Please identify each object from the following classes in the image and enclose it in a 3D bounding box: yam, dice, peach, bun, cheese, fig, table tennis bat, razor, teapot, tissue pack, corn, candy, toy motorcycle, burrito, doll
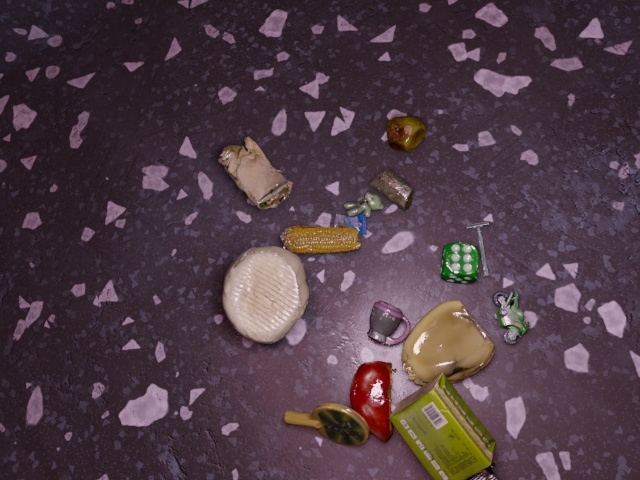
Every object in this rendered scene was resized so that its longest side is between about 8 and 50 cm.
[{"bbox_3d":[0.293,-0.208,1.951,0.183,0.107,0.107,42,82,16],"label":"yam"},{"bbox_3d":[0.513,0.083,1.806,0.130,0.120,0.129,6,72,10],"label":"dice"},{"bbox_3d":[0.177,0.553,1.695,0.153,0.159,0.268,-1,74,15],"label":"peach"},{"bbox_3d":[-0.198,0.196,1.842,0.359,0.211,0.360,-1,83,11],"label":"bun"},{"bbox_3d":[0.429,0.380,1.725,0.315,0.128,0.260,-35,60,-8],"label":"cheese"},{"bbox_3d":[0.355,-0.438,2.001,0.165,0.144,0.154,-17,33,-5],"label":"fig"},{"bbox_3d":[0.017,0.631,1.700,0.320,0.199,0.050,-2,32,26],"label":"table tennis bat"},{"bbox_3d":[0.611,0.036,1.856,0.084,0.036,0.212,-11,76,24],"label":"razor"},{"bbox_3d":[0.242,0.308,1.793,0.148,0.116,0.146,24,90,-12],"label":"teapot"},{"bbox_3d":[0.393,0.613,1.583,0.200,0.167,0.275,-43,79,24],"label":"tissue pack"},{"bbox_3d":[0.000,0.000,1.925,0.317,0.115,0.115,0,72,9],"label":"corn"},{"bbox_3d":[0.118,-0.065,1.965,0.136,0.038,0.088,0,84,12],"label":"candy"},{"bbox_3d":[0.681,0.269,1.746,0.106,0.074,0.190,-8,70,-4],"label":"toy motorcycle"},{"bbox_3d":[-0.276,-0.277,2.045,0.190,0.135,0.332,-37,67,-13],"label":"burrito"},{"bbox_3d":[0.171,-0.145,1.949,0.150,0.078,0.115,-20,45,-5],"label":"doll"}]

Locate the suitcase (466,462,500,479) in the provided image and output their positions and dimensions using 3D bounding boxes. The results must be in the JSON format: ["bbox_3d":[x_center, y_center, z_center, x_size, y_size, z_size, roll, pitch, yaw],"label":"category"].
[{"bbox_3d":[0.466,0.870,1.530,0.335,0.152,0.230,-38,74,-5],"label":"suitcase"}]
